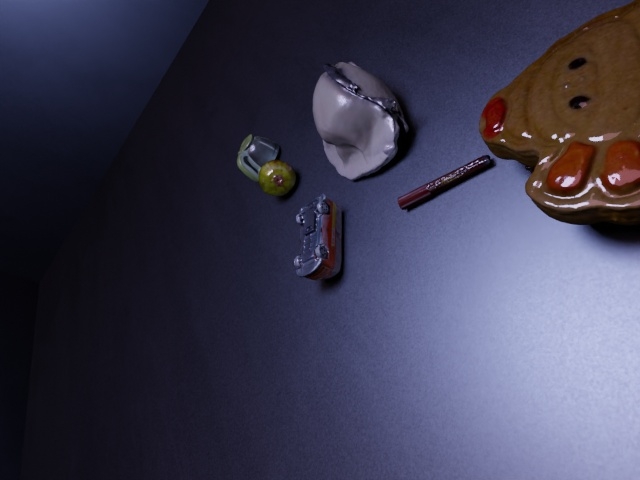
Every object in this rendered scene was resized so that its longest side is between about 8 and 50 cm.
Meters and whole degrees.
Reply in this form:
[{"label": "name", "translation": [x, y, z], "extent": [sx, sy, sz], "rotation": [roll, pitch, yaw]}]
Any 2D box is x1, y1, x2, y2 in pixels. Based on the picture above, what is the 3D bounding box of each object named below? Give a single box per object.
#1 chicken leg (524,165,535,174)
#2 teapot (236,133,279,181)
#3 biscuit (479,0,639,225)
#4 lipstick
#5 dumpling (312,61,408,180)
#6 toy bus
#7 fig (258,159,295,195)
[{"label": "chicken leg", "translation": [0.360, -0.084, 0.636], "extent": [0.219, 0.048, 0.089], "rotation": [20, 87, 54]}, {"label": "teapot", "translation": [-0.169, -0.230, 1.327], "extent": [0.092, 0.091, 0.124], "rotation": [-46, 29, 24]}, {"label": "biscuit", "translation": [0.378, -0.177, 0.609], "extent": [0.381, 0.074, 0.358], "rotation": [-6, 52, 38]}, {"label": "lipstick", "translation": [0.208, -0.099, 0.850], "extent": [0.177, 0.027, 0.027], "rotation": [-28, 48, 37]}, {"label": "dumpling", "translation": [0.052, -0.253, 1.030], "extent": [0.204, 0.163, 0.292], "rotation": [-44, 52, 18]}, {"label": "toy bus", "translation": [0.000, 0.000, 0.998], "extent": [0.079, 0.077, 0.174], "rotation": [-27, 50, 39]}, {"label": "fig", "translation": [-0.124, -0.168, 1.245], "extent": [0.093, 0.093, 0.166], "rotation": [-57, 37, 8]}]
